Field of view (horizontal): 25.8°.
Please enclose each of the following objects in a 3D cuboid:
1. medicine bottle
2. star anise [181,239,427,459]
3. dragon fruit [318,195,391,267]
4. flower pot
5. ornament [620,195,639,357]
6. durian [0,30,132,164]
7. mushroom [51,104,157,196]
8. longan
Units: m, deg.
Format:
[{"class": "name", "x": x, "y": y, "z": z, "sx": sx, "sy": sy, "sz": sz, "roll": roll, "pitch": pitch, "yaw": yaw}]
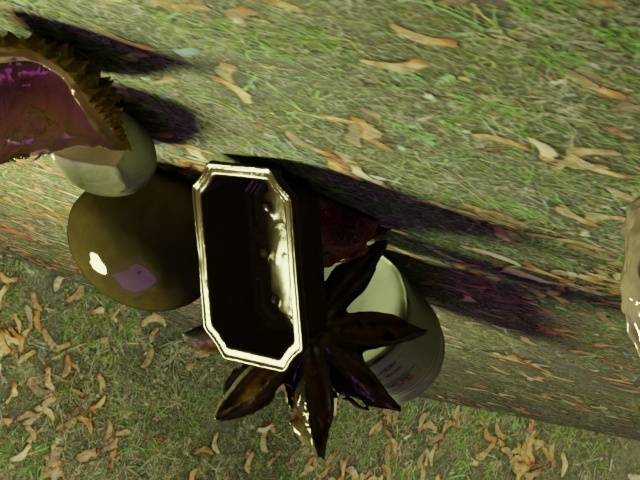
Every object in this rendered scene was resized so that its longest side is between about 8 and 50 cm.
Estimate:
[{"class": "medicine bottle", "x": 0.073, "y": 0.134, "z": 2.088, "sx": 0.190, "sy": 0.190, "sz": 0.332, "roll": 14, "pitch": 169, "yaw": 18}, {"class": "star anise", "x": -0.023, "y": 0.121, "z": 1.849, "sx": 0.331, "sy": 0.332, "sz": 0.117, "roll": 20, "pitch": 165, "yaw": -12}, {"class": "dragon fruit", "x": 0.000, "y": 0.000, "z": 1.763, "sx": 0.147, "sy": 0.096, "sz": 0.102, "roll": 22, "pitch": 164, "yaw": -33}, {"class": "flower pot", "x": -0.062, "y": 0.024, "z": 1.694, "sx": 0.179, "sy": 0.251, "sz": 0.084, "roll": 8, "pitch": -163, "yaw": 44}, {"class": "ornament", "x": 0.341, "y": 0.034, "z": 0.999, "sx": 0.259, "sy": 0.225, "sz": 0.259, "roll": 17, "pitch": 171, "yaw": 3}, {"class": "durian", "x": -0.292, "y": -0.135, "z": 1.408, "sx": 0.182, "sy": 0.132, "sz": 0.165, "roll": -19, "pitch": 149, "yaw": 41}, {"class": "mushroom", "x": -0.251, "y": -0.099, "z": 1.654, "sx": 0.118, "sy": 0.103, "sz": 0.270, "roll": 18, "pitch": 175, "yaw": -4}, {"class": "longan", "x": -0.232, "y": 0.000, "z": 1.892, "sx": 0.220, "sy": 0.196, "sz": 0.196, "roll": 28, "pitch": 167, "yaw": -22}]
